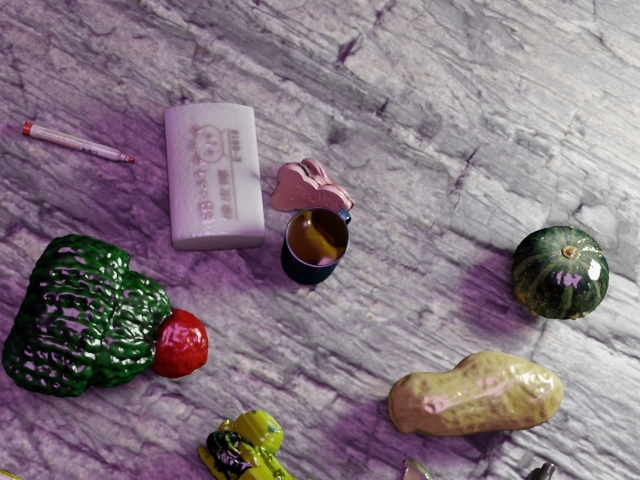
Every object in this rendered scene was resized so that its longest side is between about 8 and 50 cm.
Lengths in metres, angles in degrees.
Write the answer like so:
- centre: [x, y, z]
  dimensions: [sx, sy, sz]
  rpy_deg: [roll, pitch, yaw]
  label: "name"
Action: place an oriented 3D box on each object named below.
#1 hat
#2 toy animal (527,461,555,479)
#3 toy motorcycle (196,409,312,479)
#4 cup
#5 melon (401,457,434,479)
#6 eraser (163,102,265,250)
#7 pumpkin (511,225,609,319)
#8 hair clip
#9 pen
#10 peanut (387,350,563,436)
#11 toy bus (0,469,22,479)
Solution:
- centre: [-0.344, 0.153, 1.514]
  dimensions: [0.332, 0.242, 0.274]
  rpy_deg: [20, 82, -15]
  label: "hat"
- centre: [0.445, 0.502, 1.580]
  dimensions: [0.245, 0.114, 0.146]
  rpy_deg: [19, 61, 21]
  label: "toy animal"
- centre: [-0.049, 0.431, 1.488]
  dimensions: [0.142, 0.206, 0.342]
  rpy_deg: [-47, 69, 0]
  label: "toy motorcycle"
- centre: [0.002, 0.010, 1.652]
  dimensions: [0.150, 0.138, 0.113]
  rpy_deg: [-15, 75, -13]
  label: "cup"
- centre: [0.182, 0.481, 1.578]
  dimensions: [0.098, 0.054, 0.182]
  rpy_deg: [7, 70, 10]
  label: "melon"
- centre: [-0.203, -0.121, 1.691]
  dimensions: [0.174, 0.095, 0.270]
  rpy_deg: [-2, 73, -12]
  label: "eraser"
- centre: [0.454, 0.061, 1.698]
  dimensions: [0.190, 0.146, 0.190]
  rpy_deg: [-2, 39, 1]
  label: "pumpkin"
- centre: [-0.017, -0.086, 1.701]
  dimensions: [0.138, 0.123, 0.102]
  rpy_deg: [47, 51, 12]
  label: "hair clip"
- centre: [-0.460, -0.183, 1.708]
  dimensions: [0.218, 0.026, 0.026]
  rpy_deg: [17, 70, -3]
  label: "pen"
- centre: [0.277, 0.275, 1.613]
  dimensions: [0.318, 0.147, 0.147]
  rpy_deg: [-5, 72, -5]
  label: "peanut"
- centre: [-0.566, 0.479, 1.443]
  dimensions: [0.081, 0.074, 0.226]
  rpy_deg: [25, 69, 0]
  label: "toy bus"
